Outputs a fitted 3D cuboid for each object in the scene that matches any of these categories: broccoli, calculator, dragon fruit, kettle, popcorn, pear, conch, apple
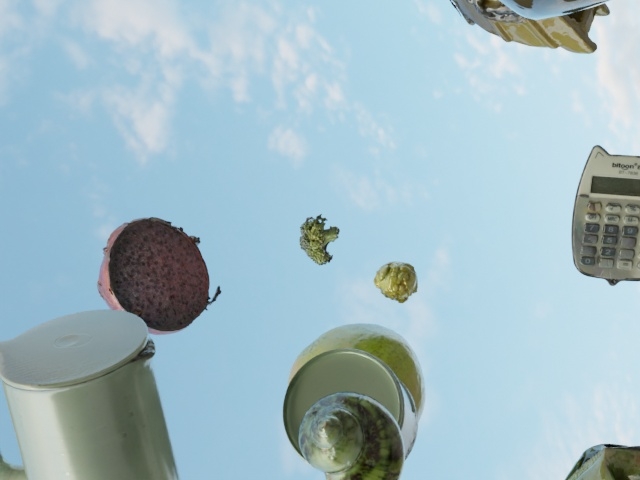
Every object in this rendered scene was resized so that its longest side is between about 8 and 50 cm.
[{"bbox_3d":[0.000,0.000,1.615,0.095,0.092,0.097,72,-178,-78],"label":"broccoli"},{"bbox_3d":[0.566,-0.043,1.424,0.040,0.177,0.268,-35,-49,-73],"label":"calculator"},{"bbox_3d":[-0.329,0.076,1.399,0.224,0.148,0.218,-28,-85,-49],"label":"dragon fruit"},{"bbox_3d":[-0.332,0.273,1.055,0.205,0.265,0.317,-34,-54,-47],"label":"kettle"},{"bbox_3d":[0.192,0.105,1.922,0.116,0.121,0.106,-11,-80,-15],"label":"popcorn"},{"bbox_3d":[0.088,0.396,1.941,0.391,0.391,0.391,17,-114,-43],"label":"pear"},{"bbox_3d":[0.053,0.330,1.202,0.182,0.124,0.187,13,-128,-34],"label":"conch"},{"bbox_3d":[0.425,0.398,1.095,0.207,0.174,0.188,-19,-44,-42],"label":"apple"}]

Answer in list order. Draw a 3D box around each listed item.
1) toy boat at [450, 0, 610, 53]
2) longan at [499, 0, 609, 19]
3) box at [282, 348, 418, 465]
[{"bbox_3d":[0.125,-0.344,0.633,0.445,0.162,0.136,49,-129,-29],"label":"toy boat"},{"bbox_3d":[0.151,-0.229,0.416,0.198,0.198,0.212,15,-101,-44],"label":"longan"},{"bbox_3d":[0.057,0.325,1.403,0.149,0.226,0.226,53,-142,-61],"label":"box"}]
